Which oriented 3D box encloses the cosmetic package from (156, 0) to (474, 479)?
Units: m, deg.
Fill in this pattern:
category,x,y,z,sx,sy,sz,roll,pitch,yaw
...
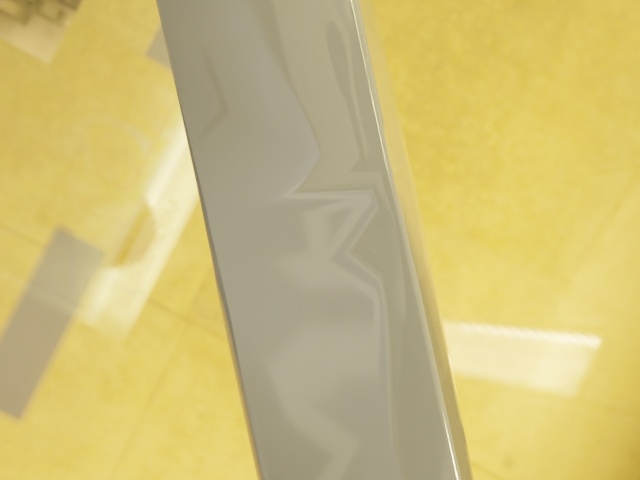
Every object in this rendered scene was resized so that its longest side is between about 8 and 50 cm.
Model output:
category,x,y,z,sx,sy,sz,roll,pitch,yaw
cosmetic package,0.000,0.000,0.511,0.099,0.060,0.239,-32,110,-82
